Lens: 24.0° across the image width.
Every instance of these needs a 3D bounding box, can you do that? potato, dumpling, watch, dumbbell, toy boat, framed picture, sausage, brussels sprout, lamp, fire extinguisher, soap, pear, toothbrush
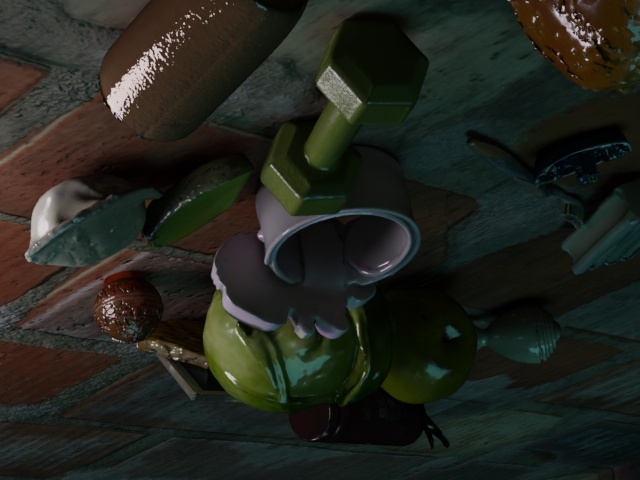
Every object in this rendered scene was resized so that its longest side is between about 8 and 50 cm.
[{"bbox_3d":[-0.156,-0.057,1.868,0.119,0.054,0.198,-18,165,-38],"label":"potato"},{"bbox_3d":[-0.274,-0.033,1.816,0.176,0.092,0.150,1,152,-40],"label":"dumpling"},{"bbox_3d":[0.000,0.000,1.926,0.244,0.196,0.231,4,146,-27],"label":"watch"},{"bbox_3d":[0.022,-0.133,1.704,0.108,0.121,0.302,24,151,-7],"label":"dumbbell"},{"bbox_3d":[0.346,-0.104,1.997,0.137,0.061,0.060,-15,158,11],"label":"toy boat"},{"bbox_3d":[-0.177,0.187,2.299,0.150,0.203,0.015,7,114,-37],"label":"framed picture"},{"bbox_3d":[-0.108,-0.202,1.455,0.123,0.123,0.253,5,153,-36],"label":"sausage"},{"bbox_3d":[-0.033,0.128,2.145,0.259,0.227,0.294,-7,-165,-25],"label":"brussels sprout"},{"bbox_3d":[0.318,0.164,2.592,0.193,0.106,0.106,-6,159,11],"label":"lamp"},{"bbox_3d":[0.103,0.338,2.852,0.337,0.135,0.114,9,132,-43],"label":"fire extinguisher"},{"bbox_3d":[0.447,-0.025,2.218,0.114,0.063,0.198,-15,161,-24],"label":"soap"},{"bbox_3d":[0.153,0.167,2.395,0.198,0.198,0.198,-10,158,-4],"label":"pear"},{"bbox_3d":[0.287,-0.081,2.062,0.028,0.037,0.375,-2,164,32],"label":"toothbrush"}]

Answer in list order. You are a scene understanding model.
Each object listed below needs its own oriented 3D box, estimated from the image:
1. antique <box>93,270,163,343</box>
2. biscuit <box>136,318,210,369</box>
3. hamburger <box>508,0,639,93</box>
[{"bbox_3d":[-0.272,0.098,2.130,0.104,0.104,0.104,-10,158,-4],"label":"antique"},{"bbox_3d":[-0.168,0.168,2.287,0.228,0.176,0.031,5,113,-41],"label":"biscuit"},{"bbox_3d":[0.296,-0.256,1.406,0.211,0.245,0.260,-14,-162,-16],"label":"hamburger"}]
